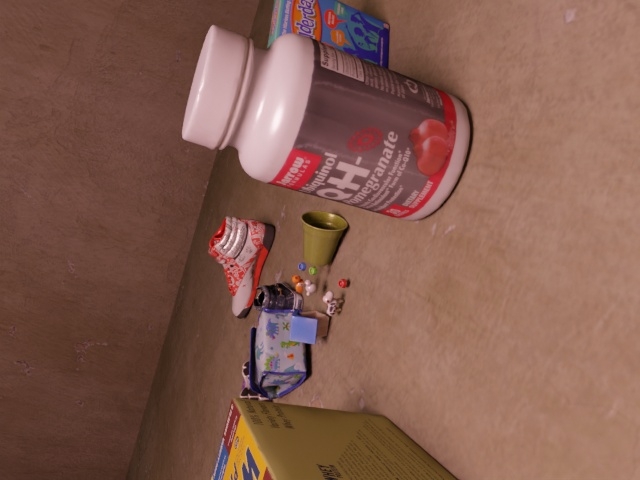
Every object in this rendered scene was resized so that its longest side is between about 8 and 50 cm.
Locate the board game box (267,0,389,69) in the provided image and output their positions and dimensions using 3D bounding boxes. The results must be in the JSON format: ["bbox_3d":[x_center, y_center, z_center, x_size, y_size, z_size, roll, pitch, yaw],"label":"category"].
[{"bbox_3d":[0.017,-0.339,0.849,0.047,0.210,0.160,143,136,-58],"label":"board game box"}]

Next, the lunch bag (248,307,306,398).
[{"bbox_3d":[-0.083,0.212,0.920,0.151,0.096,0.128,111,160,-56],"label":"lunch bag"}]

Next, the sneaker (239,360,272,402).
[{"bbox_3d":[-0.135,0.329,1.028,0.170,0.068,0.071,-97,14,-60],"label":"sneaker"}]

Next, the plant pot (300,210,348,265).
[{"bbox_3d":[0.000,0.000,0.873,0.083,0.083,0.079,-119,36,-60],"label":"plant pot"}]

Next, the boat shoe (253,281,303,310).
[{"bbox_3d":[-0.104,0.115,1.032,0.183,0.083,0.065,-178,102,-68],"label":"boat shoe"}]

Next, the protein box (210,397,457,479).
[{"bbox_3d":[0.009,0.270,0.498,0.200,0.201,0.136,14,89,68],"label":"protein box"}]

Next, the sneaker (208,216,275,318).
[{"bbox_3d":[-0.226,0.067,1.276,0.090,0.145,0.270,-128,55,-63],"label":"sneaker"}]

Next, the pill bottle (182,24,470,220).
[{"bbox_3d":[0.005,-0.142,0.609,0.176,0.319,0.176,-167,90,-69],"label":"pill bottle"}]

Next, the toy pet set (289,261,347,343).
[{"bbox_3d":[-0.026,0.105,0.827,0.122,0.065,0.114,17,104,48],"label":"toy pet set"}]
